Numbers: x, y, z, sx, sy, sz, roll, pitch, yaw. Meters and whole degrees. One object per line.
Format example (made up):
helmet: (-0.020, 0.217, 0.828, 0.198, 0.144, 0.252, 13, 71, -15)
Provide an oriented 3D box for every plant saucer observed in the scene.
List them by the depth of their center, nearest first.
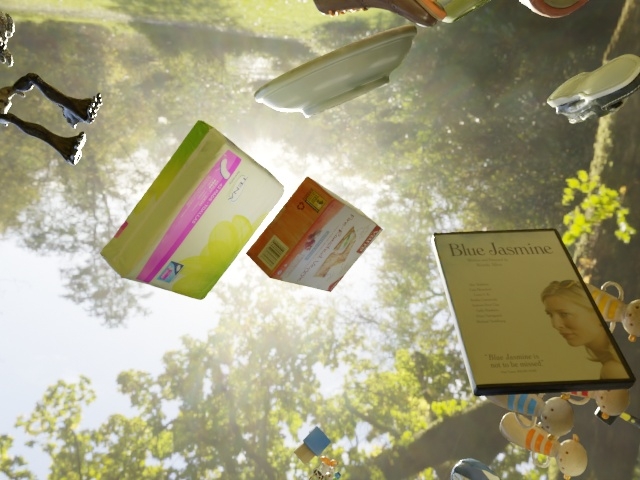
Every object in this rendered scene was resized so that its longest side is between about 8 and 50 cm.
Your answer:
plant saucer: (0.046, -0.373, 1.258, 0.401, 0.100, 0.400, -22, -168, 5)
plant saucer: (0.387, -0.586, 1.282, 0.241, 0.037, 0.241, -30, -171, 5)

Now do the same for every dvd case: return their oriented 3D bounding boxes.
dvd case: (0.255, 0.078, 0.687, 0.181, 0.022, 0.253, -3, -136, -1)

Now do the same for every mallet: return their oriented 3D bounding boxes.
mallet: (0.642, 0.381, 1.146, 0.190, 0.062, 0.039, 38, -176, -36)

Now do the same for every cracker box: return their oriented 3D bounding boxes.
cracker box: (0.000, 0.000, 0.901, 0.067, 0.155, 0.232, 43, -171, 25)

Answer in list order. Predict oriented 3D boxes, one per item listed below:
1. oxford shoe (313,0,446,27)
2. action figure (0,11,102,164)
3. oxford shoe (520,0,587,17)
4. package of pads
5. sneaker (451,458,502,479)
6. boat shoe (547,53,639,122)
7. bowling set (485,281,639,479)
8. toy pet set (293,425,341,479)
oxford shoe: (0.071, -0.485, 1.044, 0.364, 0.132, 0.130, 35, -152, 14)
action figure: (-0.416, -0.199, 0.650, 0.276, 0.164, 0.141, 21, 148, -22)
oxford shoe: (0.286, -0.438, 0.584, 0.141, 0.396, 0.146, 15, -172, -28)
package of pads: (-0.219, -0.040, 0.997, 0.101, 0.296, 0.229, 39, -177, 29)
sneaker: (0.243, 0.490, 0.821, 0.131, 0.111, 0.296, 1, -125, -20)
boat shoe: (0.602, -0.313, 1.151, 0.091, 0.114, 0.302, 41, -173, -7)
bowling set: (0.303, 0.185, 0.715, 0.200, 0.286, 0.154, 7, -172, -40)
toy pet set: (0.011, 0.425, 1.059, 0.114, 0.065, 0.122, 46, -173, 10)
